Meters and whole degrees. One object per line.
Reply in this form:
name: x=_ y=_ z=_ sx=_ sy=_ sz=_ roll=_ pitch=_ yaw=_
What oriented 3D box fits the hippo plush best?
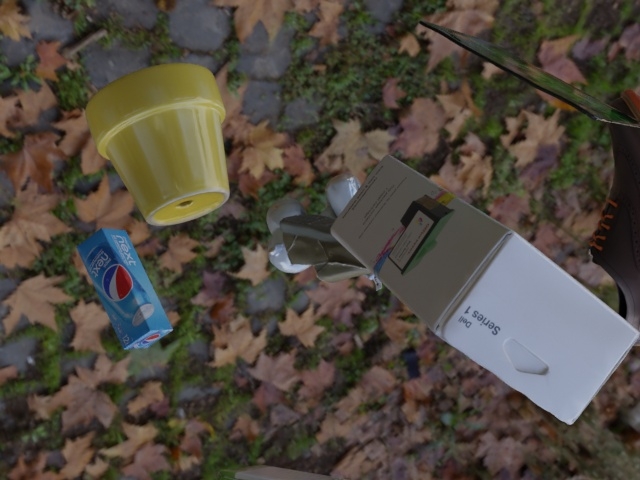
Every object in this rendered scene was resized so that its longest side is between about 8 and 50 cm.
hippo plush: x=0.000 y=0.000 z=2.066 sx=0.237 sy=0.294 sz=0.234 roll=-14 pitch=162 yaw=9

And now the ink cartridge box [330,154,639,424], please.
ink cartridge box: x=0.157 y=0.040 z=0.922 sx=0.201 sy=0.278 sz=0.117 roll=34 pitch=95 yaw=-27

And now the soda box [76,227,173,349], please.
soda box: x=-0.344 y=0.084 z=1.568 sx=0.067 sy=0.210 sz=0.071 roll=-35 pitch=163 yaw=18

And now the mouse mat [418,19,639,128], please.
mouse mat: x=0.191 y=-0.147 z=0.796 sx=0.153 sy=0.190 sz=0.007 roll=-5 pitch=127 yaw=-54

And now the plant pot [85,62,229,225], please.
plant pot: x=-0.284 y=-0.167 z=1.674 sx=0.254 sy=0.238 sz=0.254 roll=-19 pitch=168 yaw=-4

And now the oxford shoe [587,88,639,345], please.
oxford shoe: x=0.321 y=-0.017 z=0.917 sx=0.098 sy=0.097 sz=0.271 roll=-13 pitch=97 yaw=13

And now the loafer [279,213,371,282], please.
loafer: x=0.041 y=0.020 z=1.342 sx=0.094 sy=0.251 sz=0.087 roll=-14 pitch=110 yaw=-42

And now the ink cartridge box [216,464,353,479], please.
ink cartridge box: x=0.043 y=0.266 z=0.782 sx=0.189 sy=0.255 sz=0.097 roll=60 pitch=39 yaw=-76
